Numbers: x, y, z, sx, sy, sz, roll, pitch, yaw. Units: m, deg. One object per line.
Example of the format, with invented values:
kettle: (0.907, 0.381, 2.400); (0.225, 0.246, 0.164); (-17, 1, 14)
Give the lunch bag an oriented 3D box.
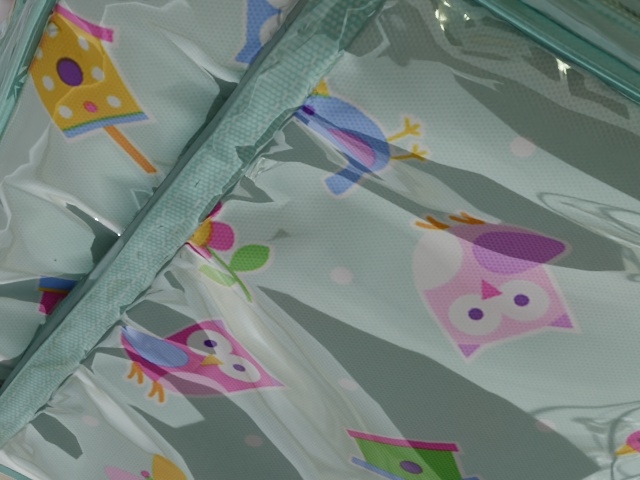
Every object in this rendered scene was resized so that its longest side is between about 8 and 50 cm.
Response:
lunch bag: (0.000, 0.000, 0.428); (0.224, 0.108, 0.279); (27, 138, -14)
